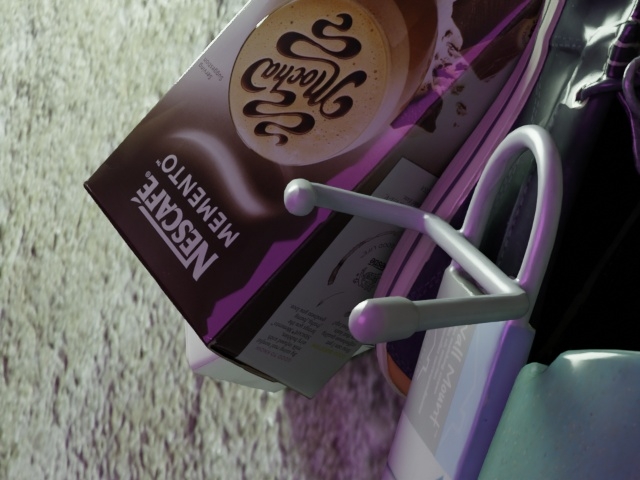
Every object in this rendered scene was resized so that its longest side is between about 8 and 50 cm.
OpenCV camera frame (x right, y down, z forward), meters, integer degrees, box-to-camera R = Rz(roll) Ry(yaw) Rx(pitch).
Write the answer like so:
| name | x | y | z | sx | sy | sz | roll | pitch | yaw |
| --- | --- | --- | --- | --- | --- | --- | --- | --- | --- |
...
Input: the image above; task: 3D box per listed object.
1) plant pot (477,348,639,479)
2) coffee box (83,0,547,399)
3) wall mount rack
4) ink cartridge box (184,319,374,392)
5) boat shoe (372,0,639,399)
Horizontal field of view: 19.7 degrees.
| name | x | y | z | sx | sy | sz | roll | pitch | yaw |
| --- | --- | --- | --- | --- | --- | --- | --- | --- | --- |
| plant pot | 0.163 | 0.242 | 0.799 | 0.341 | 0.341 | 0.334 | -1 | 67 | 50 |
| coffee box | 0.021 | -0.073 | 1.116 | 0.297 | 0.119 | 0.168 | -47 | 53 | 7 |
| wall mount rack | 0.020 | 0.107 | 0.887 | 0.304 | 0.130 | 0.350 | -126 | 51 | -74 |
| ink cartridge box | 0.000 | 0.000 | 1.259 | 0.203 | 0.086 | 0.148 | -28 | 56 | 40 |
| boat shoe | 0.196 | -0.083 | 0.992 | 0.156 | 0.187 | 0.500 | 50 | 120 | 44 |
